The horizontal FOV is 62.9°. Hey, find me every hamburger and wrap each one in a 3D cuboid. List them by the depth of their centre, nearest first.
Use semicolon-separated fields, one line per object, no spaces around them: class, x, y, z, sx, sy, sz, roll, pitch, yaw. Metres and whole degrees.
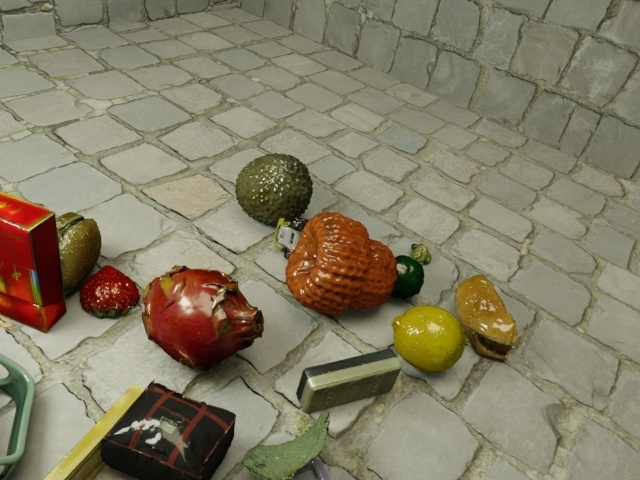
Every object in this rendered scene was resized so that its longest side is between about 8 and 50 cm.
hamburger;-0.641;0.026;1.348;0.122;0.189;0.215;23;27;0
hamburger;0.463;0.209;1.510;0.130;0.124;0.262;3;38;-13

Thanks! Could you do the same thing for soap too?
soap;-0.432;0.401;1.016;0.037;0.092;0.252;20;38;14

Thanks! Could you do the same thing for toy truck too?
toy truck;0.000;0.000;1.625;0.285;0.136;0.111;11;17;-6

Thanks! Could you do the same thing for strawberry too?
strawberry;-0.544;0.120;1.355;0.146;0.082;0.187;-1;35;-29

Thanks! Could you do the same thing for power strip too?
power strip;0.075;0.332;1.248;0.256;0.105;0.070;-8;45;-26

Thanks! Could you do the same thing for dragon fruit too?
dragon fruit;-0.285;0.181;1.226;0.314;0.250;0.250;22;38;7

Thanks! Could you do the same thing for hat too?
hat;0.105;0.109;1.492;0.400;0.285;0.285;29;31;-26

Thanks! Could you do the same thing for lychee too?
lychee;-0.149;-0.174;1.703;0.255;0.274;0.255;4;69;-11

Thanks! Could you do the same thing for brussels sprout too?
brussels sprout;0.332;0.037;1.742;0.085;0.058;0.085;10;21;-4

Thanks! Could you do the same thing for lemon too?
lemon;0.278;0.252;1.358;0.206;0.173;0.173;25;39;2

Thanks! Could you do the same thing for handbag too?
handbag;-0.288;0.386;1.027;0.215;0.155;0.169;21;32;7

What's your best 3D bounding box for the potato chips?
potato chips;-0.062;0.419;1.065;0.228;0.167;0.059;-19;91;-33

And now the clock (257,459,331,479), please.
clock;-0.060;0.523;0.995;0.193;0.073;0.145;-9;43;-28

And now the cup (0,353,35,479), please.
cup;-0.706;0.309;0.885;0.400;0.310;0.392;-19;53;-32

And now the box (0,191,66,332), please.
box;-0.700;0.048;1.191;0.197;0.313;0.089;19;37;6
